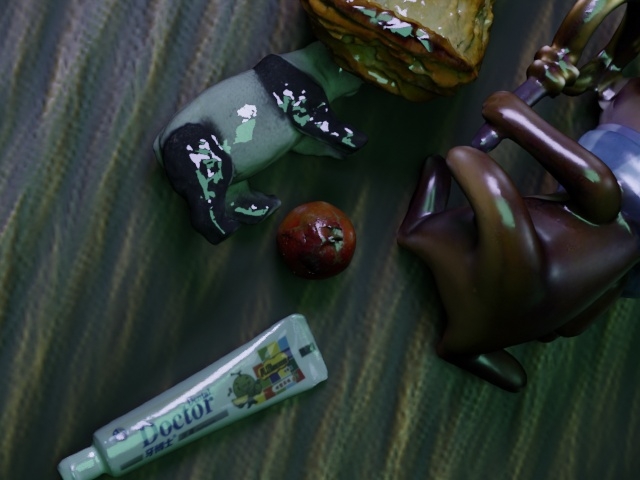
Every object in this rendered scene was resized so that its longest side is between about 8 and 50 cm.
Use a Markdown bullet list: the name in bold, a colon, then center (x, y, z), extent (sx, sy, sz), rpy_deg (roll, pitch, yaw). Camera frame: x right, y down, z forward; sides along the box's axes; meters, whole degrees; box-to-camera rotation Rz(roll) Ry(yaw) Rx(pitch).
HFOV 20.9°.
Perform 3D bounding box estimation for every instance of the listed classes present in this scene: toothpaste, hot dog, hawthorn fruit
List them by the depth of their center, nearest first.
- **hot dog**: center (0.079, -0.227, 1.506), extent (0.175, 0.114, 0.259), rpy_deg (27, 48, -5)
- **toothpaste**: center (-0.112, 0.146, 1.507), extent (0.255, 0.037, 0.067), rpy_deg (-27, 96, -17)
- **hawthorn fruit**: center (-0.003, 0.001, 1.515), extent (0.077, 0.077, 0.077), rpy_deg (0, 90, -15)

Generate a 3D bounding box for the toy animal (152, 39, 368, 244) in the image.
- **toy animal**: center (-0.040, -0.098, 1.501), extent (0.225, 0.094, 0.121), rpy_deg (-34, 89, -11)

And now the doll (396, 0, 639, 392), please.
- **doll**: center (0.230, -0.044, 1.529), extent (0.340, 0.209, 0.318), rpy_deg (-28, 129, -11)
